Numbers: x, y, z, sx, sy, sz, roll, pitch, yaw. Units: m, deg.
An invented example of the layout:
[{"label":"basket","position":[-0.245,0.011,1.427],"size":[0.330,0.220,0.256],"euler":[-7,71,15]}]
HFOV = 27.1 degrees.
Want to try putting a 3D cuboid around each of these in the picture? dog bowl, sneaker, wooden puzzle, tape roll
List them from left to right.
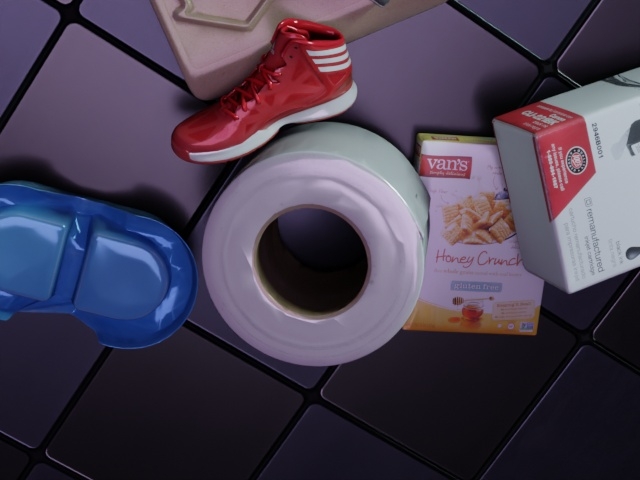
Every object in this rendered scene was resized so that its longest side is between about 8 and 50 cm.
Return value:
[{"label":"dog bowl","position":[-0.290,0.021,1.554],"size":[0.297,0.074,0.166],"euler":[14,107,-11]},{"label":"sneaker","position":[-0.070,-0.175,1.450],"size":[0.221,0.087,0.128],"euler":[-26,139,-15]},{"label":"wooden puzzle","position":[-0.055,-0.365,1.449],"size":[0.322,0.080,0.347],"euler":[-22,114,3]},{"label":"tape roll","position":[0.000,0.000,1.500],"size":[0.246,0.169,0.246],"euler":[2,107,7]}]

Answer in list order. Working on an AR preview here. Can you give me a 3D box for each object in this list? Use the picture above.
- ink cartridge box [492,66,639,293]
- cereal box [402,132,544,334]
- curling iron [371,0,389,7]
[{"label":"ink cartridge box","position":[0.359,-0.084,1.528],"size":[0.273,0.114,0.197],"euler":[-20,110,-14]},{"label":"cereal box","position":[0.190,-0.006,1.603],"size":[0.173,0.047,0.240],"euler":[2,108,-7]},{"label":"curling iron","position":[-0.024,-0.341,1.399],"size":[0.068,0.035,0.274],"euler":[-44,111,11]}]
